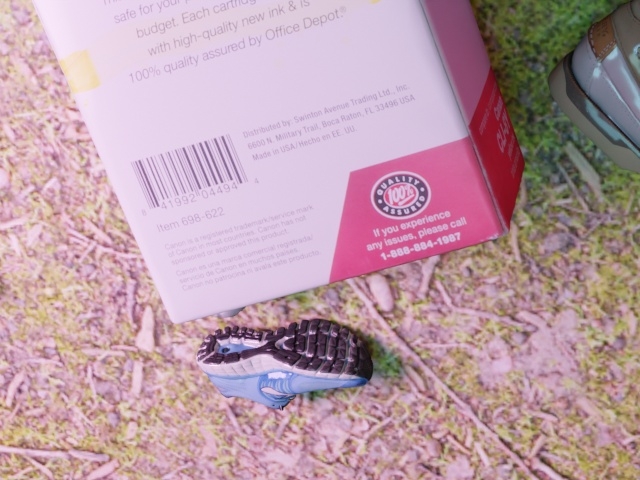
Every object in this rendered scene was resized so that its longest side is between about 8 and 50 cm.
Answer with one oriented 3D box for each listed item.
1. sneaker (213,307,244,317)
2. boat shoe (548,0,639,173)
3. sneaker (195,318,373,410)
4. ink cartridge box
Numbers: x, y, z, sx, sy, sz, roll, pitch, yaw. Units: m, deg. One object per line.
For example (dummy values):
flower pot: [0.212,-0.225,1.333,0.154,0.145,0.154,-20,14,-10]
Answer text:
sneaker: [0.000,0.000,1.595,0.126,0.091,0.240,35,119,-2]
boat shoe: [0.320,-0.063,1.453,0.302,0.113,0.103,39,125,-3]
sneaker: [-0.027,0.116,1.689,0.162,0.063,0.073,1,133,21]
ink cartridge box: [-0.040,-0.166,1.399,0.279,0.160,0.385,-14,110,19]
